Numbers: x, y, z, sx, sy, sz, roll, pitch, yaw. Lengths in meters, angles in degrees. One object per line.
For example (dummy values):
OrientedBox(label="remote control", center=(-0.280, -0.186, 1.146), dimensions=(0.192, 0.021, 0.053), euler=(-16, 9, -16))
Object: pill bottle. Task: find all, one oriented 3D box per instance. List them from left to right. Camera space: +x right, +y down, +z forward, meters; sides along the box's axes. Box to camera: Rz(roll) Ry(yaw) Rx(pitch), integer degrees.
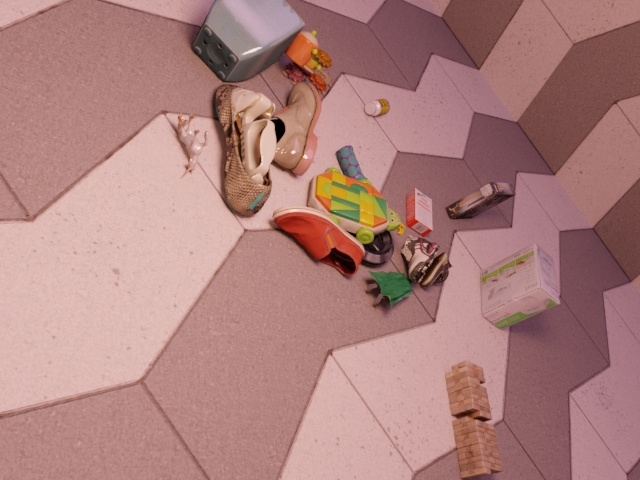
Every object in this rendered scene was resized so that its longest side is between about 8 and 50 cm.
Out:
OrientedBox(label="pill bottle", center=(0.231, -0.544, 2.318), dimensions=(0.116, 0.065, 0.065), euler=(-25, 81, -50))

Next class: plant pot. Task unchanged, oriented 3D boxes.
OrientedBox(label="plant pot", center=(-0.254, -0.646, 1.777), dimensions=(0.248, 0.247, 0.252), euler=(46, 60, -10))

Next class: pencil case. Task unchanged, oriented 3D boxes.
OrientedBox(label="pencil case", center=(0.110, -0.259, 1.986), dimensions=(0.070, 0.064, 0.151), euler=(-11, 70, -32))

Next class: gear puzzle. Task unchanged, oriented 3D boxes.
OrientedBox(label="gear puzzle", center=(-0.017, -0.653, 2.164), dimensions=(0.175, 0.044, 0.339), euler=(44, 40, -12))

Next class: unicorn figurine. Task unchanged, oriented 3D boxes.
OrientedBox(label="unicorn figurine", center=(-0.344, -0.260, 1.513), dimensions=(0.060, 0.111, 0.162), euler=(2, 46, -33))

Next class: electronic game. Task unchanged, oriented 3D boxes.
OrientedBox(label="electronic game", center=(0.146, -0.020, 1.858), dimensions=(0.229, 0.048, 0.229), euler=(22, 45, -24))

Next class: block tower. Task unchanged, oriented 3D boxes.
OrientedBox(label="block tower", center=(0.463, 0.547, 1.725), dimensions=(0.097, 0.091, 0.335), euler=(25, 47, -30))

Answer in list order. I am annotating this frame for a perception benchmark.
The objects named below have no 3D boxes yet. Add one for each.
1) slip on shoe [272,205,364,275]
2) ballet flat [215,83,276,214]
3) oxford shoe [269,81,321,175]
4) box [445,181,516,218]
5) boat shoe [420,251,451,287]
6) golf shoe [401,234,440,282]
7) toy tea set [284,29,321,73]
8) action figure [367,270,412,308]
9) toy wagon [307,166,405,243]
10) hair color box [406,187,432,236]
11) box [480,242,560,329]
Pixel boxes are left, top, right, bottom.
OrientedBox(label="slip on shoe", center=(0.000, 0.000, 1.649), dimensions=(0.331, 0.123, 0.101), euler=(33, 47, -31))
OrientedBox(label="ballet flat", center=(-0.195, -0.303, 1.617), dimensions=(0.164, 0.182, 0.482), euler=(16, 52, -36))
OrientedBox(label="oxford shoe", center=(-0.091, -0.394, 1.830), dimensions=(0.147, 0.140, 0.397), euler=(21, 46, -24))
OrientedBox(label="box", center=(0.661, -0.163, 2.337), dimensions=(0.183, 0.231, 0.056), euler=(-5, 69, -46))
OrientedBox(label="boat shoe", center=(0.422, 0.113, 2.013), dimensions=(0.073, 0.080, 0.223), euler=(47, 34, 0))
OrientedBox(label="golf shoe", center=(0.323, 0.061, 1.936), dimensions=(0.120, 0.105, 0.273), euler=(31, 23, 8))
OrientedBox(label="toy tea set", center=(-0.121, -0.729, 1.976), dimensions=(0.336, 0.124, 0.200), euler=(39, 13, -1))
OrientedBox(label="action figure", center=(0.235, 0.149, 1.812), dimensions=(0.232, 0.063, 0.137), euler=(-5, 65, -55))
OrientedBox(label="toy wagon", center=(0.127, -0.107, 1.821), dimensions=(0.344, 0.068, 0.267), euler=(18, 42, -14))
OrientedBox(label="hair color box", center=(0.375, -0.108, 2.151), dimensions=(0.093, 0.053, 0.167), euler=(31, 45, -24))
OrientedBox(label="box", center=(0.749, 0.175, 2.152), dimensions=(0.127, 0.262, 0.231), euler=(35, 41, -22))
